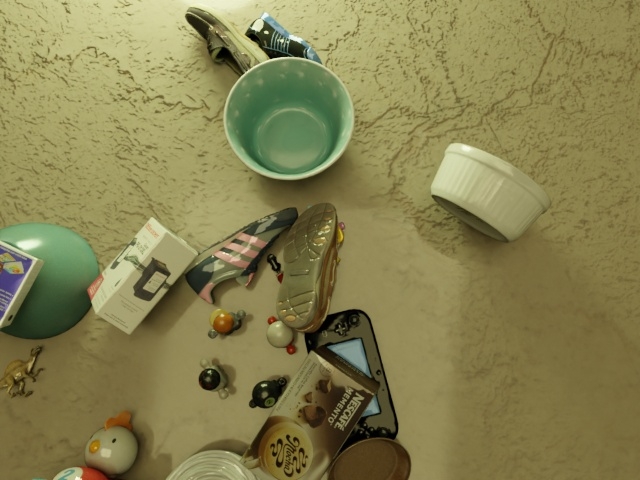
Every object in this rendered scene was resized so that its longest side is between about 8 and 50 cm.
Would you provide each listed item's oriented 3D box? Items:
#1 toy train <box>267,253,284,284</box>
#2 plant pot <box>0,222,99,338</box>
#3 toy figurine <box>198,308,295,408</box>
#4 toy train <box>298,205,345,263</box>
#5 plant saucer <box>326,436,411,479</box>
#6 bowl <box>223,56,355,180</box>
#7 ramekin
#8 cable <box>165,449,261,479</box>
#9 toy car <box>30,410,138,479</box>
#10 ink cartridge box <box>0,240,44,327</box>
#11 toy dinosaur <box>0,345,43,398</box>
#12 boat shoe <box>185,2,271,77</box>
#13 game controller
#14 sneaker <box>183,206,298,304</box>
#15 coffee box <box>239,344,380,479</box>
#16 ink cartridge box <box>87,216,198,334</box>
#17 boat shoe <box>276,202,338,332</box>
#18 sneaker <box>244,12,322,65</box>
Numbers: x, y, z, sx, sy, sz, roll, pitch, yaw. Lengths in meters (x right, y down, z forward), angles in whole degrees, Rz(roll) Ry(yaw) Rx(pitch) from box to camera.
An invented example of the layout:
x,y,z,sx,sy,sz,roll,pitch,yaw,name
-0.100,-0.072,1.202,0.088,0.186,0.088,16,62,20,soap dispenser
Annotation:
x,y,z,sx,sy,sz,roll,pitch,yaw,name
-0.088,0.102,1.320,0.027,0.036,0.158,-30,80,-6,toy train
-0.700,0.083,1.248,0.291,0.195,0.289,0,78,0,plant pot
-0.169,0.269,1.230,0.210,0.148,0.212,14,79,3,toy figurine
0.000,0.000,1.340,0.125,0.046,0.166,4,82,14,toy train
0.105,0.515,1.198,0.199,0.036,0.198,-5,111,-13,plant saucer
-0.073,-0.277,1.334,0.312,0.163,0.311,0,79,1,bowl
0.384,-0.102,1.252,0.273,0.273,0.127,33,93,7,ramekin
-0.232,0.599,1.177,0.257,0.089,0.257,34,78,18,cable
-0.482,0.489,1.170,0.220,0.210,0.237,-3,60,19,toy car
-0.725,0.092,1.122,0.207,0.045,0.208,25,79,5,ink cartridge box
-0.734,0.334,1.279,0.183,0.053,0.092,-38,65,-14,toy dinosaur
-0.256,-0.517,1.418,0.285,0.103,0.092,39,76,2,boat shoe
0.070,0.327,1.258,0.167,0.067,0.318,-14,78,-2,game controller
-0.176,0.036,1.307,0.319,0.112,0.131,-30,89,1,sneaker
-0.019,0.403,1.183,0.168,0.119,0.297,34,92,13,coffee box
-0.418,0.075,1.250,0.237,0.172,0.100,-51,121,-8,ink cartridge box
-0.018,0.064,1.252,0.123,0.116,0.324,1,61,29,boat shoe
-0.102,-0.509,1.428,0.232,0.081,0.090,41,84,15,sneaker
